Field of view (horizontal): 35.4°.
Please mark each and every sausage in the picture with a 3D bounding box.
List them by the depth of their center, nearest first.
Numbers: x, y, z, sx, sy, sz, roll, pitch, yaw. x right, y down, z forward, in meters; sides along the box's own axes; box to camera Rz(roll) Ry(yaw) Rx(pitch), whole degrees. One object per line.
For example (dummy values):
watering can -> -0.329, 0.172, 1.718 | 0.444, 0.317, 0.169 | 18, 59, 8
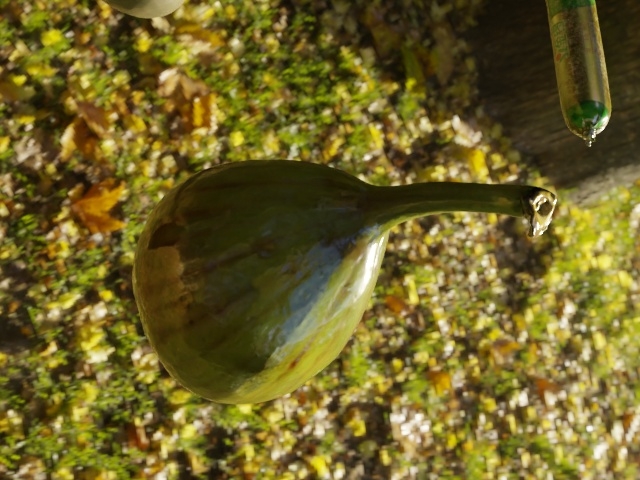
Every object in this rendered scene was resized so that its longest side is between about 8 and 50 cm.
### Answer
sausage -> 0.169, -0.184, 0.690 | 0.033, 0.033, 0.269 | 19, 59, -40

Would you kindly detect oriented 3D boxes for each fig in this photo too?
fig -> 0.000, 0.000, 0.602 | 0.151, 0.259, 0.151 | 31, 45, -37

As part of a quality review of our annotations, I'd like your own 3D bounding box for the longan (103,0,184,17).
longan -> -0.268, -0.424, 1.432 | 0.212, 0.198, 0.198 | 48, 45, -47
